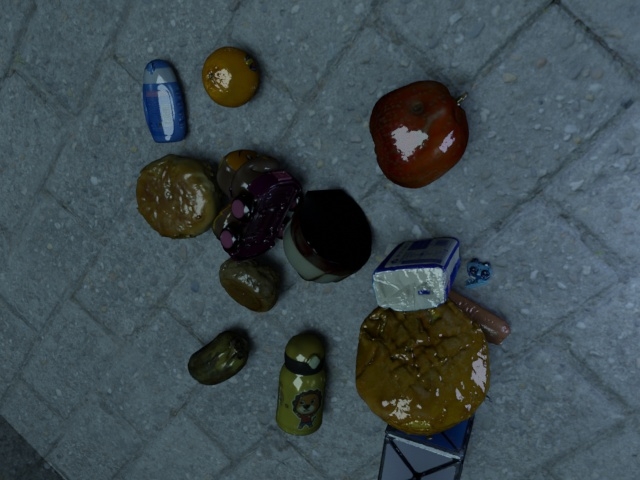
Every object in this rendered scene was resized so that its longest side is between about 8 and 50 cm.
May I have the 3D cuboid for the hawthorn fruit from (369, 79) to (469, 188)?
[{"bbox_3d":[0.264,-0.289,1.460,0.299,0.275,0.275,-35,93,19],"label":"hawthorn fruit"}]

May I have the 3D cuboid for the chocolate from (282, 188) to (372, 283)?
[{"bbox_3d":[0.000,0.000,1.688,0.186,0.283,0.284,-32,95,44],"label":"chocolate"}]

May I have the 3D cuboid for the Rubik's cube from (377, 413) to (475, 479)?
[{"bbox_3d":[0.335,0.680,1.787,0.259,0.260,0.255,13,113,21],"label":"Rubik's cube"}]

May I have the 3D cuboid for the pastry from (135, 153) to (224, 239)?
[{"bbox_3d":[-0.459,-0.149,1.855,0.315,0.184,0.285,1,103,24],"label":"pastry"}]

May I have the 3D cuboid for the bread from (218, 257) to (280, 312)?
[{"bbox_3d":[-0.231,0.142,1.874,0.229,0.123,0.230,26,148,18],"label":"bread"}]

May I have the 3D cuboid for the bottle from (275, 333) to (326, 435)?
[{"bbox_3d":[-0.065,0.491,1.933,0.171,0.171,0.352,12,114,18],"label":"bottle"}]

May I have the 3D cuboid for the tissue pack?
[{"bbox_3d":[0.284,0.093,1.581,0.209,0.269,0.137,-9,103,24],"label":"tissue pack"}]

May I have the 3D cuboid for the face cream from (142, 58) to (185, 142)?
[{"bbox_3d":[-0.521,-0.458,1.823,0.148,0.083,0.264,4,110,21],"label":"face cream"}]

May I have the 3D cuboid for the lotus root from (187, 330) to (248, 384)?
[{"bbox_3d":[-0.378,0.442,2.058,0.274,0.160,0.152,-30,120,30],"label":"lotus root"}]

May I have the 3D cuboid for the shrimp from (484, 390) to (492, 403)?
[{"bbox_3d":[0.358,0.400,1.720,0.372,0.172,0.137,31,152,26],"label":"shrimp"}]

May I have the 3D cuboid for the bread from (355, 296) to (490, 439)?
[{"bbox_3d":[0.286,0.343,1.559,0.397,0.398,0.215,13,147,18],"label":"bread"}]

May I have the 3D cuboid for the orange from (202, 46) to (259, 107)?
[{"bbox_3d":[-0.272,-0.492,1.671,0.177,0.155,0.178,8,123,12],"label":"orange"}]

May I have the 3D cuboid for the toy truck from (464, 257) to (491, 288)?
[{"bbox_3d":[0.462,0.106,1.639,0.073,0.056,0.090,19,128,9],"label":"toy truck"}]

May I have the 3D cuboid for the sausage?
[{"bbox_3d":[0.433,0.218,1.670,0.288,0.086,0.086,30,118,10],"label":"sausage"}]

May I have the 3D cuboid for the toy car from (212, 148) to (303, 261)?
[{"bbox_3d":[-0.227,-0.118,1.746,0.240,0.271,0.341,42,121,24],"label":"toy car"}]
